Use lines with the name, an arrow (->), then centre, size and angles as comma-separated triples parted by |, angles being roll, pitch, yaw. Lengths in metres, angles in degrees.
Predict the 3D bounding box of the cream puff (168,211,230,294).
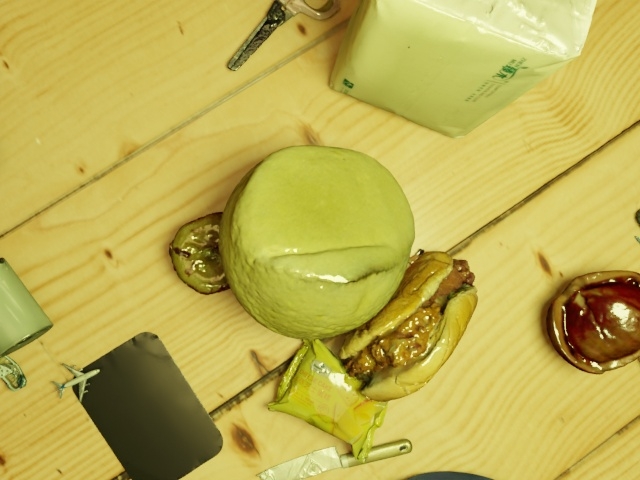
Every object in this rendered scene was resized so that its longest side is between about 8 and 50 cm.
cream puff -> -0.191, 0.022, 0.931 | 0.148, 0.084, 0.149 | 0, 87, -3

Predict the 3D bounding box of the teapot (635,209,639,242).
teapot -> 0.664, -0.025, 1.042 | 0.063, 0.049, 0.083 | -35, 93, -6

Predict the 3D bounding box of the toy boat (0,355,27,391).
toy boat -> -0.548, 0.227, 0.914 | 0.038, 0.038, 0.083 | -38, 94, -5

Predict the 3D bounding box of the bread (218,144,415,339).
bread -> -0.005, 0.005, 0.857 | 0.320, 0.237, 0.321 | 15, 55, -23

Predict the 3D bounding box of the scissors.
scissors -> -0.067, -0.437, 0.979 | 0.160, 0.024, 0.318 | 41, 85, -6

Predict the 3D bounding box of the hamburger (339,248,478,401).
hamburger -> 0.166, 0.146, 0.924 | 0.282, 0.245, 0.155 | -41, 93, 10

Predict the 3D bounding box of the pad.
pad -> -0.313, 0.315, 0.954 | 0.181, 0.004, 0.267 | -32, 93, -6

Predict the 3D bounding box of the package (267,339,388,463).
package -> 0.029, 0.282, 0.948 | 0.226, 0.090, 0.168 | 28, 85, -3

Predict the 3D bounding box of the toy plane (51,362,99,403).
toy plane -> -0.432, 0.248, 0.928 | 0.084, 0.024, 0.078 | -25, 90, -12

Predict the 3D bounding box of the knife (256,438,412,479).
knife -> 0.027, 0.411, 0.985 | 0.297, 0.017, 0.047 | -13, 89, -2

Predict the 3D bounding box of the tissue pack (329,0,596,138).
tissue pack -> 0.197, -0.336, 0.830 | 0.296, 0.380, 0.207 | 18, 83, -5

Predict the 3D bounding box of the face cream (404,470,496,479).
face cream -> 0.243, 0.555, 0.891 | 0.248, 0.249, 0.225 | -1, 92, -6

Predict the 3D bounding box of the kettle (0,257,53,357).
kettle -> -0.546, 0.116, 0.896 | 0.098, 0.126, 0.148 | -35, 91, -38

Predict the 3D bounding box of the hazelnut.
hazelnut -> 0.520, 0.151, 0.963 | 0.201, 0.161, 0.170 | -39, 60, -13
